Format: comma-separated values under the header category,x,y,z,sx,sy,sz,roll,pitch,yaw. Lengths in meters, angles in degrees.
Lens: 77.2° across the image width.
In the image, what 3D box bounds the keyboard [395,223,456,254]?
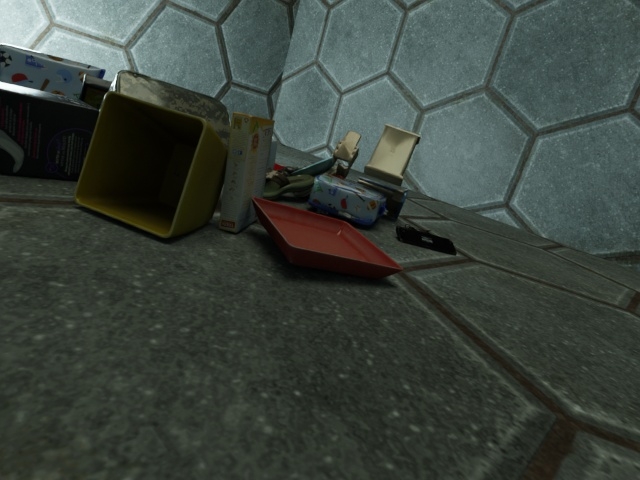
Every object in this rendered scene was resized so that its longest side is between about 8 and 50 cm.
category,x,y,z,sx,sy,sz,roll,pitch,yaw
keyboard,0.324,0.003,1.253,0.192,0.038,0.100,15,39,-8

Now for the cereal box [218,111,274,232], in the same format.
category,x,y,z,sx,sy,sz,roll,pitch,yaw
cereal box,-0.160,-0.150,0.880,0.047,0.240,0.173,13,14,5

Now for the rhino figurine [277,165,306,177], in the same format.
category,x,y,z,sx,sy,sz,roll,pitch,yaw
rhino figurine,-0.134,-0.262,1.609,0.106,0.073,0.243,0,11,19

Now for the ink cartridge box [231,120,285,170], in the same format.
category,x,y,z,sx,sy,sz,roll,pitch,yaw
ink cartridge box,-0.320,-0.353,1.495,0.309,0.130,0.272,29,34,29

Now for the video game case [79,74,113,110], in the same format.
category,x,y,z,sx,sy,sz,roll,pitch,yaw
video game case,-0.521,-0.331,1.120,0.275,0.035,0.248,7,-23,-36

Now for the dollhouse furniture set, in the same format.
category,x,y,z,sx,sy,sz,roll,pitch,yaw
dollhouse furniture set,0.210,-0.265,1.517,0.286,0.198,0.303,22,-21,11

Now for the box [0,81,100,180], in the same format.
category,x,y,z,sx,sy,sz,roll,pitch,yaw
box,-0.628,-0.230,0.823,0.143,0.165,0.270,29,20,39

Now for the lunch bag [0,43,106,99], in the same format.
category,x,y,z,sx,sy,sz,roll,pitch,yaw
lunch bag,-0.998,-0.542,1.448,0.328,0.239,0.385,1,5,-42

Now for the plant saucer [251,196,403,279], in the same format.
category,x,y,z,sx,sy,sz,roll,pitch,yaw
plant saucer,0.000,0.000,0.832,0.258,0.047,0.259,13,17,-30

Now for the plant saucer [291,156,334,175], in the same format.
category,x,y,z,sx,sy,sz,roll,pitch,yaw
plant saucer,-0.014,-0.271,1.503,0.195,0.037,0.195,-21,11,4

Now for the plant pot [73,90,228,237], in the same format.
category,x,y,z,sx,sy,sz,roll,pitch,yaw
plant pot,-0.296,-0.131,0.783,0.212,0.212,0.187,20,2,13

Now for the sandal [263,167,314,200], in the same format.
category,x,y,z,sx,sy,sz,roll,pitch,yaw
sandal,-0.147,-0.195,1.286,0.120,0.086,0.303,27,33,37

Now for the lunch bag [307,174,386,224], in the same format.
category,x,y,z,sx,sy,sz,roll,pitch,yaw
lunch bag,0.102,-0.132,1.332,0.243,0.115,0.303,22,15,11

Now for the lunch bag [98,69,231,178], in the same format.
category,x,y,z,sx,sy,sz,roll,pitch,yaw
lunch bag,-0.408,-0.244,1.010,0.305,0.212,0.256,3,-23,-43

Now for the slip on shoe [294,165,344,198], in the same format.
category,x,y,z,sx,sy,sz,roll,pitch,yaw
slip on shoe,0.010,-0.210,1.523,0.123,0.101,0.331,-13,13,29
